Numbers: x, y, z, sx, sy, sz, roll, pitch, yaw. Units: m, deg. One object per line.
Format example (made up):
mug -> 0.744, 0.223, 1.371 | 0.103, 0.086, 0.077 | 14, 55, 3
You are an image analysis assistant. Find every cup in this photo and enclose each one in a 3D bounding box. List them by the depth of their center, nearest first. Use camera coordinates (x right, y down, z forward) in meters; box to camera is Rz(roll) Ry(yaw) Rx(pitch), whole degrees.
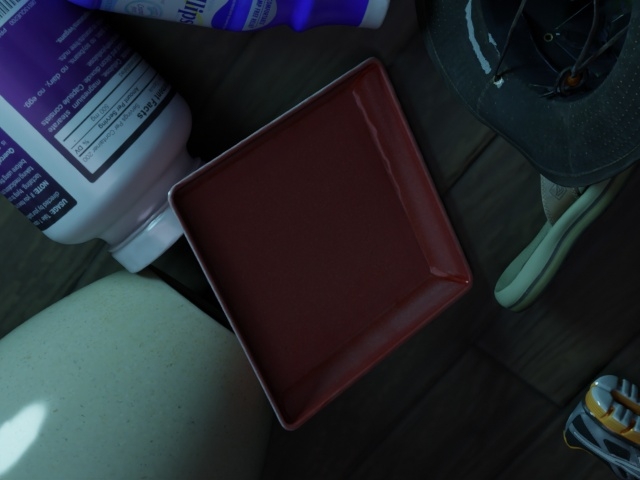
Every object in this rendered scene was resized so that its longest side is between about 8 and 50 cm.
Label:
cup -> -0.176, 0.163, 1.304 | 0.331, 0.331, 0.237 | 36, 88, -9

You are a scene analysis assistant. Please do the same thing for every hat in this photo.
hat -> 0.225, -0.217, 1.110 | 0.134, 0.331, 0.331 | -16, 119, -30

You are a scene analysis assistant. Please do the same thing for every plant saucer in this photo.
plant saucer -> 0.000, 0.000, 1.248 | 0.047, 0.258, 0.259 | 8, 128, 55

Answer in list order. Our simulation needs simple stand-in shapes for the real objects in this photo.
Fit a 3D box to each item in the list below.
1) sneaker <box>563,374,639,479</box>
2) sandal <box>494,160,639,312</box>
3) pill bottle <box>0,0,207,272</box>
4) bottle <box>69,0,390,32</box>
sneaker -> 0.345, 0.220, 1.365 | 0.215, 0.084, 0.083 | 35, 128, -5
sandal -> 0.232, -0.063, 1.225 | 0.086, 0.120, 0.303 | 36, 116, 6
pill bottle -> -0.246, -0.124, 1.222 | 0.181, 0.181, 0.323 | -39, 105, 22
bottle -> -0.079, -0.239, 1.168 | 0.283, 0.092, 0.118 | 8, 151, -13
